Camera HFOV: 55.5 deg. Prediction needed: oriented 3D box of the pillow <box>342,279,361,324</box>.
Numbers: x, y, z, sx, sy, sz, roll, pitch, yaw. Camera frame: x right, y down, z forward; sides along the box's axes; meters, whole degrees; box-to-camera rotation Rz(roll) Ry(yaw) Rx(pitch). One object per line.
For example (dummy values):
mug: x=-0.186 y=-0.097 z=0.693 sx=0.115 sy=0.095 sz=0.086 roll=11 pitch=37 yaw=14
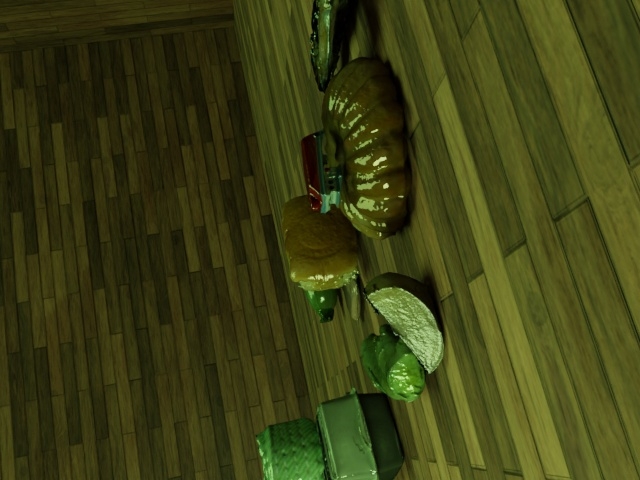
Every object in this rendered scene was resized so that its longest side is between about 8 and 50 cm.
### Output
pillow: x=0.068 y=0.101 z=1.555 sx=0.211 sy=0.034 sz=0.135 roll=-108 pitch=9 yaw=-47

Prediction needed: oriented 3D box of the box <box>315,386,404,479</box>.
box: x=0.084 y=0.490 z=1.447 sx=0.290 sy=0.166 sz=0.220 roll=95 pitch=162 yaw=-58

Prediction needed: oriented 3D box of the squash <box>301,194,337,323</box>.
squash: x=-0.019 y=0.046 z=1.798 sx=0.107 sy=0.107 sz=0.395 roll=117 pitch=143 yaw=-75

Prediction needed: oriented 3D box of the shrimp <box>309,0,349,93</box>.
shrimp: x=0.011 y=-0.372 z=1.125 sx=0.365 sy=0.071 sz=0.233 roll=102 pitch=176 yaw=-65

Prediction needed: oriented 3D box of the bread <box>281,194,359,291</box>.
bread: x=0.000 y=0.000 z=1.429 sx=0.121 sy=0.174 sz=0.245 roll=87 pitch=177 yaw=-60

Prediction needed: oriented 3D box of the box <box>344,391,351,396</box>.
box: x=0.094 y=0.495 z=1.798 sx=0.083 sy=0.035 sz=0.079 roll=96 pitch=162 yaw=-56

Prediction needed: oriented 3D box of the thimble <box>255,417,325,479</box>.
thimble: x=-0.066 y=0.533 z=1.419 sx=0.219 sy=0.150 sz=0.219 roll=170 pitch=90 yaw=-82

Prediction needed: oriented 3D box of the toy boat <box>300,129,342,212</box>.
toy boat: x=0.002 y=-0.124 z=1.040 sx=0.069 sy=0.059 sz=0.173 roll=92 pitch=171 yaw=-55

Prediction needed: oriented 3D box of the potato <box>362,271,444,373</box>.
potato: x=0.155 y=0.112 z=0.976 sx=0.172 sy=0.089 sz=0.100 roll=50 pitch=-164 yaw=-6

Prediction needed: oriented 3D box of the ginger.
ginger: x=0.135 y=0.228 z=1.145 sx=0.137 sy=0.089 sz=0.290 roll=59 pitch=171 yaw=11

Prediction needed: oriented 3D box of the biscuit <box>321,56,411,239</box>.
biscuit: x=0.071 y=-0.159 z=1.079 sx=0.326 sy=0.107 sz=0.325 roll=171 pitch=90 yaw=-84
